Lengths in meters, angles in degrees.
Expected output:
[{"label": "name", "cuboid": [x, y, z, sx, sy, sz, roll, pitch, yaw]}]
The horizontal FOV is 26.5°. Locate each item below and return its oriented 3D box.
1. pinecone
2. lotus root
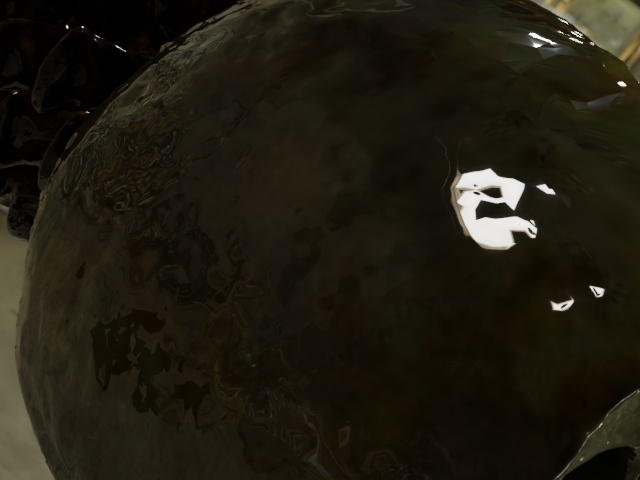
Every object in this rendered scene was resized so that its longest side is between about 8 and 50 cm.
[{"label": "pinecone", "cuboid": [-0.104, -0.094, 0.803, 0.292, 0.246, 0.246, 42, 7, 24]}, {"label": "lotus root", "cuboid": [0.002, -0.005, 0.454, 0.210, 0.142, 0.314, -12, 39, -20]}]
